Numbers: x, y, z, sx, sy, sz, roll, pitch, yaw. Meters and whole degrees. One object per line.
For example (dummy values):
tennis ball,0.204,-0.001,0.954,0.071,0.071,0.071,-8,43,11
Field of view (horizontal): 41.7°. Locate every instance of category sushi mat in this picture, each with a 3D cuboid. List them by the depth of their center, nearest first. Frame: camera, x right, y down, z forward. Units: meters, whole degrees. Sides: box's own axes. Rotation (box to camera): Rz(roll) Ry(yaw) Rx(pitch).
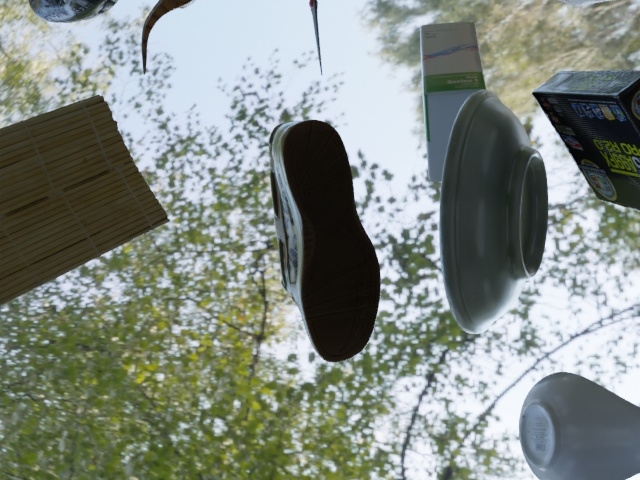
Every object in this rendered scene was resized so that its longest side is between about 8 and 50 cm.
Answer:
sushi mat,-0.297,-0.022,0.774,0.316,0.019,0.152,-31,-81,-38

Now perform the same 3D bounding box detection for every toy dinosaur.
toy dinosaur,-0.192,-0.326,1.115,0.112,0.064,0.211,41,-113,18

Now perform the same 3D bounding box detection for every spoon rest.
spoon rest,0.295,0.208,0.875,0.084,0.276,0.137,3,-97,-17

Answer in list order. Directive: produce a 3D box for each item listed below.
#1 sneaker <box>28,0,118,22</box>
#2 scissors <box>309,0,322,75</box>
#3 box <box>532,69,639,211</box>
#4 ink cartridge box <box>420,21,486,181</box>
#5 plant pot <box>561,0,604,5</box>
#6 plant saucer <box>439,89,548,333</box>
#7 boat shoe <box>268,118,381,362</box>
sneaker,-0.205,-0.245,0.732,0.106,0.234,0.078,-26,-77,-49
scissors,-0.014,-0.460,1.554,0.021,0.109,0.297,-3,-109,-22
box,0.434,-0.141,1.214,0.060,0.270,0.216,-36,-75,-1
ink cartridge box,0.261,-0.280,1.661,0.278,0.117,0.201,-84,-12,-50
plant pot,0.305,-0.466,1.067,0.305,0.333,0.334,20,-106,-44
plant saucer,0.301,-0.045,1.372,0.400,0.100,0.401,-9,-80,-63
boat shoe,0.000,0.000,0.984,0.104,0.089,0.285,-12,-78,-23
